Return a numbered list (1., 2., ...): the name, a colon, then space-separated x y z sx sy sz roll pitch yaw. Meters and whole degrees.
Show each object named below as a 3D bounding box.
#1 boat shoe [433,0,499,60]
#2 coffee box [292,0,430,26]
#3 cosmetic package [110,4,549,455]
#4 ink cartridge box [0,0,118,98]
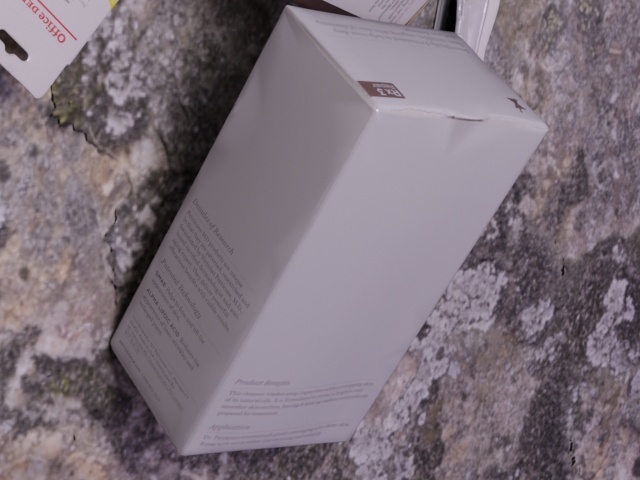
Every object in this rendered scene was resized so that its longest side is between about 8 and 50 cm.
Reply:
1. boat shoe: 0.133 -0.190 1.580 0.063 0.066 0.184 13 98 -30
2. coffee box: -0.037 -0.297 1.290 0.297 0.168 0.119 24 116 -44
3. cosmetic package: 0.000 0.000 1.355 0.217 0.156 0.385 4 126 -44
4. ink cartridge box: -0.219 -0.217 1.243 0.181 0.062 0.104 -55 132 -14
